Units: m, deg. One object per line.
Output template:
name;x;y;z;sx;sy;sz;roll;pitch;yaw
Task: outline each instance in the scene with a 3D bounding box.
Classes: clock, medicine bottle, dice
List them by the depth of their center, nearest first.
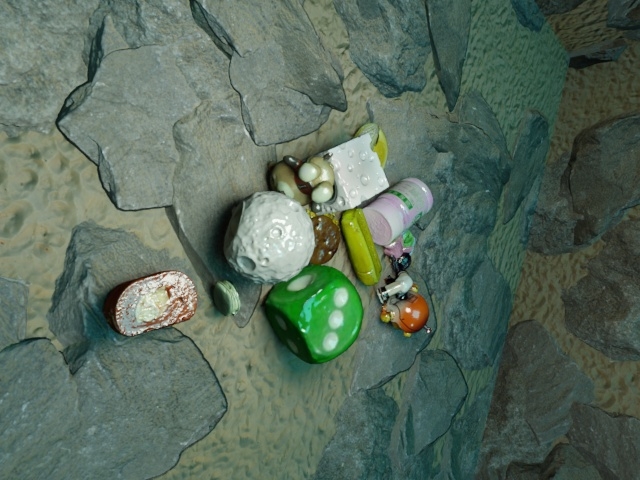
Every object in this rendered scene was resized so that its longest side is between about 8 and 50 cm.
dice;-0.027;0.289;1.692;0.297;0.287;0.300;-37;117;-31
medicine bottle;0.362;-0.145;2.009;0.325;0.212;0.212;-35;116;-30
clock;0.411;0.041;2.144;0.194;0.100;0.196;-43;121;-29

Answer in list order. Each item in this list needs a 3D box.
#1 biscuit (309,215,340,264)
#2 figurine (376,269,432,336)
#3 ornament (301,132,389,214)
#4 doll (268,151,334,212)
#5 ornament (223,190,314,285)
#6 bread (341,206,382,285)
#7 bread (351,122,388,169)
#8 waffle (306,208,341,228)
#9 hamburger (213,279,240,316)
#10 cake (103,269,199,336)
biscuit;0.000;0.000;1.777;0.212;0.036;0.212;-5;99;-36
figurine;0.434;0.330;2.134;0.320;0.196;0.323;-37;107;-37
ornament;0.087;-0.267;1.726;0.239;0.239;0.240;-32;105;-34
doll;-0.065;-0.227;1.571;0.174;0.329;0.235;-49;116;-29
ornament;-0.174;-0.007;1.499;0.337;0.337;0.337;-6;99;-39
bread;0.179;0.033;1.936;0.166;0.112;0.384;-56;131;-53
bread;0.220;-0.381;1.911;0.156;0.158;0.261;31;75;-48
waffle;-0.008;-0.032;1.824;0.228;0.051;0.232;29;76;-35
hamburger;-0.338;0.207;1.525;0.062;0.133;0.140;-19;152;-40
cake;-0.540;0.195;1.354;0.282;0.150;0.177;-12;91;-38
